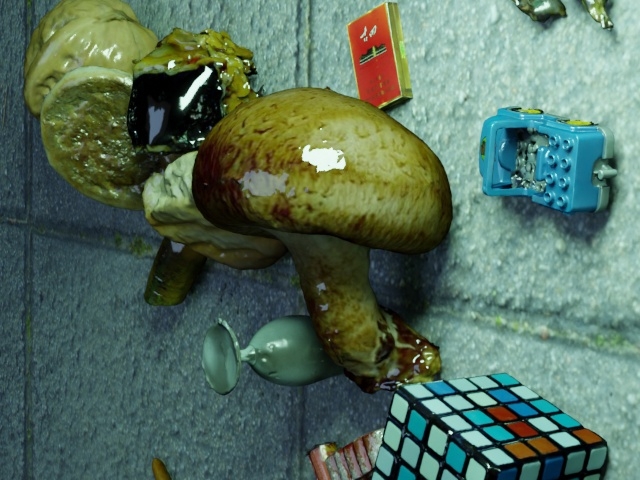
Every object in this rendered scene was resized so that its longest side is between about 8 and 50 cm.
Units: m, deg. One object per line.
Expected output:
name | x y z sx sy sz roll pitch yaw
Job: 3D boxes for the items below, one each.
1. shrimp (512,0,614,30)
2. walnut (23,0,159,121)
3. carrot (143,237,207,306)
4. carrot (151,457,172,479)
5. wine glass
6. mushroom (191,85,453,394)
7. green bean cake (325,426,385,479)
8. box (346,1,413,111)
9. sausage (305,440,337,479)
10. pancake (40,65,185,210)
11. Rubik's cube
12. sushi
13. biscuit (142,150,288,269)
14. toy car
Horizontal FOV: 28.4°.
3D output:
shrimp | 0.243 -0.317 1.419 0.145 0.059 0.254 -40 60 51
walnut | -0.397 -0.288 2.157 0.224 0.257 0.257 48 132 17
carrot | -0.233 0.040 2.083 0.082 0.082 0.173 54 134 37
carrot | -0.254 0.439 2.176 0.190 0.037 0.037 47 128 44
wine glass | -0.047 0.148 1.709 0.103 0.222 0.103 4 96 53
mushroom | -0.010 -0.013 1.589 0.331 0.334 0.356 36 110 46
green bean cake | 0.090 0.272 1.601 0.136 0.135 0.056 -39 62 49
box | 0.078 -0.239 1.682 0.090 0.023 0.133 -18 78 51
sausage | 0.024 0.355 1.774 0.048 0.050 0.145 -25 65 8
pancake | -0.330 -0.161 2.081 0.049 0.282 0.282 -72 7 -56
Rubik's cube | 0.185 0.275 1.432 0.187 0.182 0.184 36 120 48
sushi | -0.190 -0.225 1.910 0.213 0.200 0.204 -177 86 -74
biscuit | -0.136 -0.047 1.855 0.274 0.213 0.091 -16 43 49
toy car | 0.236 -0.090 1.407 0.191 0.100 0.097 25 116 56
